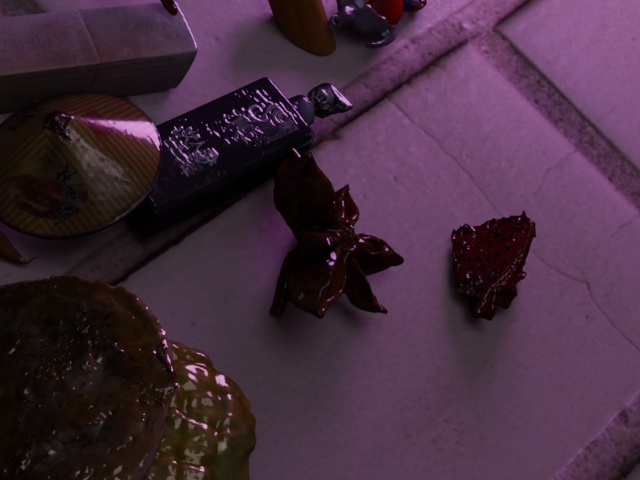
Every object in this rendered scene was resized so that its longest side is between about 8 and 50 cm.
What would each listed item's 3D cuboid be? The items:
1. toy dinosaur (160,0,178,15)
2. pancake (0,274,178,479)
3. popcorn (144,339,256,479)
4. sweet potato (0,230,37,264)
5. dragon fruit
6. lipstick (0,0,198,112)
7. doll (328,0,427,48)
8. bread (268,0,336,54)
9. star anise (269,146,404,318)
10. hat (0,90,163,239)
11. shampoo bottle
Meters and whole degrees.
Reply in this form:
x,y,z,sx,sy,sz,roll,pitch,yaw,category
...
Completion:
x,y,z,sx,sy,sz,roll,pitch,yaw,category
-0.274,-0.436,2.064,0.432,0.097,0.208,33,46,12,toy dinosaur
-0.274,0.173,1.588,0.065,0.356,0.356,53,39,-40,pancake
-0.177,0.225,1.673,0.225,0.174,0.286,7,61,-6,popcorn
-0.368,-0.029,1.812,0.195,0.056,0.056,33,51,-12,sweet potato
0.202,0.041,2.061,0.097,0.063,0.131,-7,53,10,dragon fruit
-0.312,-0.187,1.922,0.371,0.080,0.076,-10,64,-32,lipstick
0.070,-0.295,2.196,0.194,0.062,0.104,-36,114,-44,doll
-0.025,-0.263,2.140,0.062,0.103,0.049,-5,37,21,bread
0.002,-0.006,1.938,0.212,0.111,0.196,-34,111,-58,star anise
-0.261,-0.100,1.839,0.193,0.082,0.193,-4,55,5,hat
-0.097,-0.105,1.984,0.309,0.071,0.098,-28,68,-38,shampoo bottle
